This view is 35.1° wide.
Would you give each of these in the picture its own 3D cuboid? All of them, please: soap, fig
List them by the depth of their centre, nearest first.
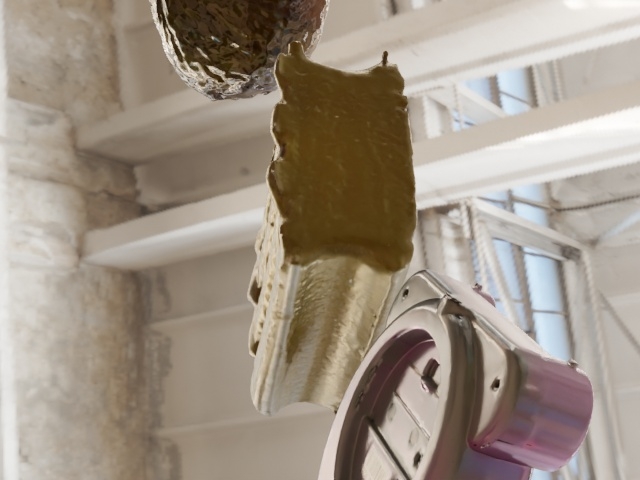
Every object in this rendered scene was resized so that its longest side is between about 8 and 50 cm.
[{"bbox_3d":[0.000,0.000,1.137,0.335,0.156,0.293,104,-14,-51],"label":"soap"},{"bbox_3d":[-0.172,-0.371,1.417,0.286,0.369,0.286,-26,-128,38],"label":"fig"}]

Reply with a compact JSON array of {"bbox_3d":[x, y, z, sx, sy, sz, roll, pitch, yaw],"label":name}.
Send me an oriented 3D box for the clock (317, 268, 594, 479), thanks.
[{"bbox_3d":[0.079,0.160,0.767,0.247,0.090,0.227,-65,-160,9],"label":"clock"}]
